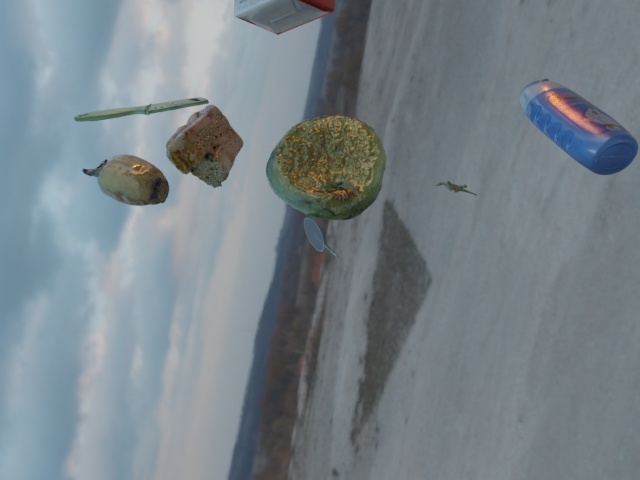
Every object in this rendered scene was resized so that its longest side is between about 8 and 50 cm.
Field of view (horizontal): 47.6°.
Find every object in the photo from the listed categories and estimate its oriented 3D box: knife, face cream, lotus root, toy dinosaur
[{"bbox_3d":[-0.390,-0.286,1.596,0.043,0.293,0.020,-129,32,-52],"label":"knife"},{"bbox_3d":[0.475,-0.225,1.371,0.264,0.149,0.083,-122,37,-45],"label":"face cream"},{"bbox_3d":[-0.464,-0.148,1.742,0.118,0.221,0.125,-66,-15,-6],"label":"lotus root"},{"bbox_3d":[0.398,-0.153,2.107,0.060,0.119,0.029,-127,49,-79],"label":"toy dinosaur"}]

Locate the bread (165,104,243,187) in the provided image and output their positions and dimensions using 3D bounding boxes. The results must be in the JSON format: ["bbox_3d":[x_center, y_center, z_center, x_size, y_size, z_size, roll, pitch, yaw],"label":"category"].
[{"bbox_3d":[-0.305,-0.243,1.950,0.185,0.109,0.380,57,-166,-17],"label":"bread"}]

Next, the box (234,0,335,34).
[{"bbox_3d":[-0.073,-0.504,1.481,0.182,0.133,0.099,-7,81,46],"label":"box"}]

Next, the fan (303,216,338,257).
[{"bbox_3d":[0.000,0.000,1.576,0.133,0.005,0.085,45,151,39],"label":"fan"}]

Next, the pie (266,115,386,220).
[{"bbox_3d":[0.015,-0.168,1.645,0.078,0.277,0.277,93,-174,-60],"label":"pie"}]
